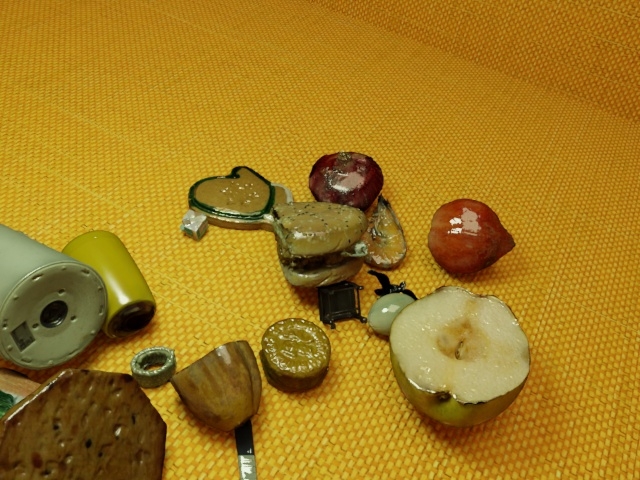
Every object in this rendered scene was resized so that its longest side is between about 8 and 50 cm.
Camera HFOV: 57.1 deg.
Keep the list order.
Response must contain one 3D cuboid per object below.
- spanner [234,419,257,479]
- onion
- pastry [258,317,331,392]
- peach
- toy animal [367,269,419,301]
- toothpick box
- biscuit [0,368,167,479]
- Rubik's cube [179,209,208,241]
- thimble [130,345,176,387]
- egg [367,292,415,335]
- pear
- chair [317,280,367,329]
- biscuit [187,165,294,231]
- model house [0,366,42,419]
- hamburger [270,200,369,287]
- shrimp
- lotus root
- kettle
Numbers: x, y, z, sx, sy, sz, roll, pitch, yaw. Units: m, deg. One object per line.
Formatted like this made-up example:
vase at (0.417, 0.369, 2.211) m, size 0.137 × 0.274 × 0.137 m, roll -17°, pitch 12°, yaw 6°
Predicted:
spanner at (-0.159, 0.524, 1.270) m, size 0.087 × 0.024 × 0.316 m, roll -5°, pitch 46°, yaw -11°
onion at (0.085, -0.206, 1.931) m, size 0.252 × 0.219 × 0.252 m, roll 0°, pitch 47°, yaw 0°
pastry at (-0.063, 0.284, 1.477) m, size 0.188 × 0.103 × 0.189 m, roll 6°, pitch 43°, yaw -6°
peach at (0.462, -0.006, 1.800) m, size 0.256 × 0.232 × 0.232 m, roll 11°, pitch 41°, yaw 24°
toy animal at (0.201, 0.143, 1.679) m, size 0.220 × 0.108 × 0.062 m, roll 30°, pitch 35°, yaw -27°
toothpick box at (-0.538, 0.117, 1.504) m, size 0.175 × 0.175 × 0.271 m, roll -24°, pitch 57°, yaw -31°
biscuit at (-0.457, 0.423, 1.145) m, size 0.046 × 0.359 × 0.359 m, roll -13°, pitch 25°, yaw 43°
Rubik's cube at (-0.384, -0.050, 1.775) m, size 0.073 × 0.075 × 0.084 m, roll 22°, pitch 44°, yaw 10°
thimble at (-0.400, 0.302, 1.418) m, size 0.110 × 0.062 × 0.084 m, roll -21°, pitch 51°, yaw -30°
egg at (0.198, 0.202, 1.606) m, size 0.152 × 0.114 × 0.114 m, roll -11°, pitch 48°, yaw -23°
pear at (0.336, 0.308, 1.472) m, size 0.340 × 0.191 × 0.386 m, roll 18°, pitch 39°, yaw 19°
chair at (0.036, 0.160, 1.652) m, size 0.106 × 0.113 × 0.229 m, roll -7°, pitch 9°, yaw -18°
biscuit at (-0.253, -0.147, 1.915) m, size 0.343 × 0.057 × 0.287 m, roll 8°, pitch 44°, yaw -4°
model house at (-0.579, 0.405, 1.213) m, size 0.291 × 0.184 × 0.253 m, roll 23°, pitch -4°, yaw -24°
hamburger at (0.000, 0.000, 1.684) m, size 0.276 × 0.195 × 0.318 m, roll -6°, pitch 21°, yaw -15°
shrimp at (0.183, -0.033, 1.887) m, size 0.164 × 0.062 × 0.317 m, roll 2°, pitch 47°, yaw -6°
lotus root at (-0.219, 0.346, 1.361) m, size 0.188 × 0.199 × 0.180 m, roll -35°, pitch 77°, yaw 7°
kettle at (-0.745, 0.138, 1.346) m, size 0.376 × 0.250 × 0.361 m, roll 21°, pitch 48°, yaw 34°
